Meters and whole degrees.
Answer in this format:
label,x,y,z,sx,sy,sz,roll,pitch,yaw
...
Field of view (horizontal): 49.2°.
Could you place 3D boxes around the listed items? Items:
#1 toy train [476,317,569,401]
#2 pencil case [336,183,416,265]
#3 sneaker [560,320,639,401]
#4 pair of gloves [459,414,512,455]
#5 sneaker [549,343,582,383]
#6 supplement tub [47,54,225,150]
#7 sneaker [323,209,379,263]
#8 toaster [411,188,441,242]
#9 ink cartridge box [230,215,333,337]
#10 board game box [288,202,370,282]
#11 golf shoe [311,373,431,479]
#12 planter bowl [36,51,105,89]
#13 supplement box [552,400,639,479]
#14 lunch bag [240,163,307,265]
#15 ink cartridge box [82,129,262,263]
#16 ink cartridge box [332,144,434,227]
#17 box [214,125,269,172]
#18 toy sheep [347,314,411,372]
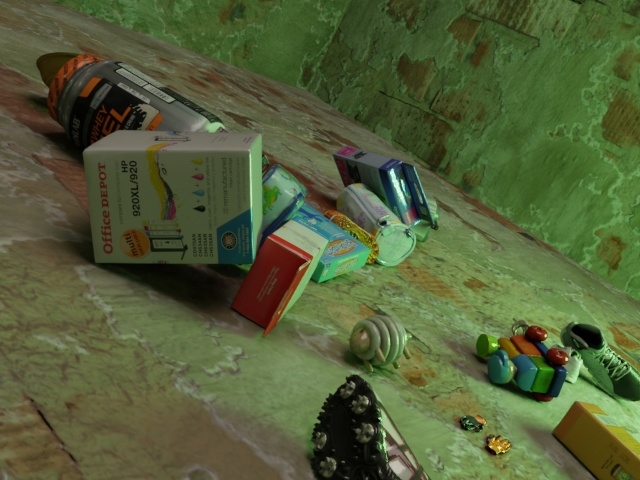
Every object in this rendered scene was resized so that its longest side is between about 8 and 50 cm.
label,x,y,z,sx,sy,sz,roll,pitch,yaw
toy train,0.377,0.215,1.407,0.143,0.105,0.248,9,21,-14
pencil case,0.130,-0.045,1.737,0.124,0.113,0.273,44,6,-31
sneaker,0.636,0.267,1.564,0.228,0.086,0.132,42,-6,23
pair of gloves,0.260,0.302,1.096,0.083,0.010,0.074,38,19,32
sneaker,0.564,0.267,1.589,0.053,0.061,0.152,25,15,-3
supplement tub,-0.360,-0.224,1.366,0.316,0.194,0.193,31,17,11
sneaker,0.073,-0.012,1.578,0.175,0.064,0.067,46,-3,-32
toaster,0.253,-0.085,2.036,0.146,0.129,0.227,21,20,-9
ink cartridge box,-0.063,0.052,1.116,0.078,0.134,0.231,30,16,5
board game box,-0.024,-0.004,1.443,0.210,0.047,0.160,36,31,28
golf shoe,0.070,0.269,0.787,0.120,0.105,0.273,37,16,-30
planter bowl,-0.513,-0.320,1.525,0.217,0.090,0.217,5,-11,1
supplement box,0.502,0.372,1.156,0.080,0.078,0.233,19,19,-36
lunch bag,-0.108,-0.048,1.255,0.090,0.176,0.219,44,6,-7
ink cartridge box,-0.209,-0.068,1.044,0.232,0.171,0.168,0,17,1
ink cartridge box,0.162,-0.140,1.869,0.311,0.065,0.186,24,-37,53
box,-0.199,-0.094,1.233,0.114,0.207,0.036,34,-14,21
toy sheep,0.099,0.163,1.131,0.132,0.091,0.091,4,28,-42
